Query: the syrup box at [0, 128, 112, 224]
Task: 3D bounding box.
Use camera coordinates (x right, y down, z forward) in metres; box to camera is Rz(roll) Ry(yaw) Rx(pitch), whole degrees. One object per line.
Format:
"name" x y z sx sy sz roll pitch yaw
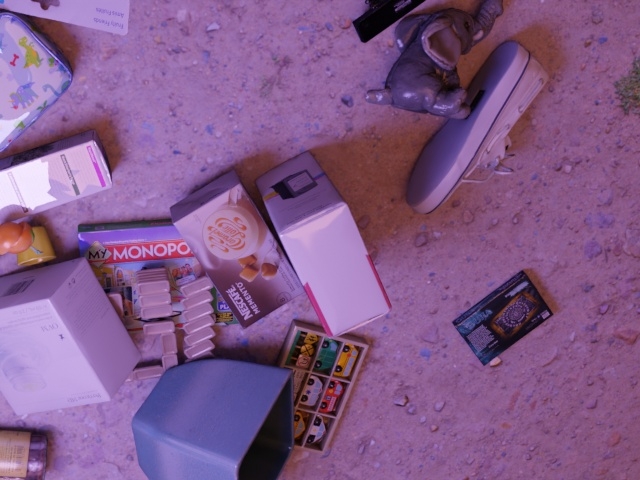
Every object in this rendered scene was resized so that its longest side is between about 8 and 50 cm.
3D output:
"syrup box" -0.488 -0.108 1.636 0.236 0.093 0.096 -18 113 -6

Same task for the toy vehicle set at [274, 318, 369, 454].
"toy vehicle set" -0.024 0.305 1.931 0.165 0.035 0.267 16 106 -18

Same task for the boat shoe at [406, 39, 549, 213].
"boat shoe" 0.316 -0.186 1.788 0.156 0.136 0.367 32 91 -25

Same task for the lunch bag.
"lunch bag" -0.537 -0.269 1.566 0.219 0.090 0.176 -42 114 4

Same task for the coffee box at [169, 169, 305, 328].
"coffee box" -0.150 0.017 1.710 0.141 0.098 0.247 -30 114 -1

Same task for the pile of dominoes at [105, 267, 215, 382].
"pile of dominoes" -0.298 0.159 1.772 0.195 0.040 0.251 -7 131 -11

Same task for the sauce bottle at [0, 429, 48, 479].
"sauce bottle" -0.694 0.407 1.771 0.344 0.111 0.112 9 108 -17

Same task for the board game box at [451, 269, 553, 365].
"board game box" 0.385 0.164 1.981 0.186 0.026 0.126 -37 114 2

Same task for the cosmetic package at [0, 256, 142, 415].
"cosmetic package" -0.482 0.176 1.672 0.224 0.138 0.225 -13 117 25

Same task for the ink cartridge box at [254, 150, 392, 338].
"ink cartridge box" 0.000 0.000 1.676 0.131 0.306 0.226 -27 113 -2

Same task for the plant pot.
"plant pot" -0.211 0.370 1.779 0.252 0.247 0.248 16 133 16

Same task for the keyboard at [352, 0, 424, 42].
"keyboard" 0.137 -0.441 1.684 0.192 0.038 0.100 -36 156 1

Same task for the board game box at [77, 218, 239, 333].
"board game box" -0.289 0.065 1.775 0.317 0.046 0.214 -5 112 -12

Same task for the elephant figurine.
"elephant figurine" 0.211 -0.349 1.698 0.169 0.186 0.240 14 98 27

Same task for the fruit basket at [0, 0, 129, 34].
"fruit basket" -0.418 -0.510 1.406 0.326 0.165 0.353 18 108 24

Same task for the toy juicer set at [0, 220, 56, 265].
"toy juicer set" -0.628 0.043 1.596 0.328 0.209 0.090 -13 85 -8
